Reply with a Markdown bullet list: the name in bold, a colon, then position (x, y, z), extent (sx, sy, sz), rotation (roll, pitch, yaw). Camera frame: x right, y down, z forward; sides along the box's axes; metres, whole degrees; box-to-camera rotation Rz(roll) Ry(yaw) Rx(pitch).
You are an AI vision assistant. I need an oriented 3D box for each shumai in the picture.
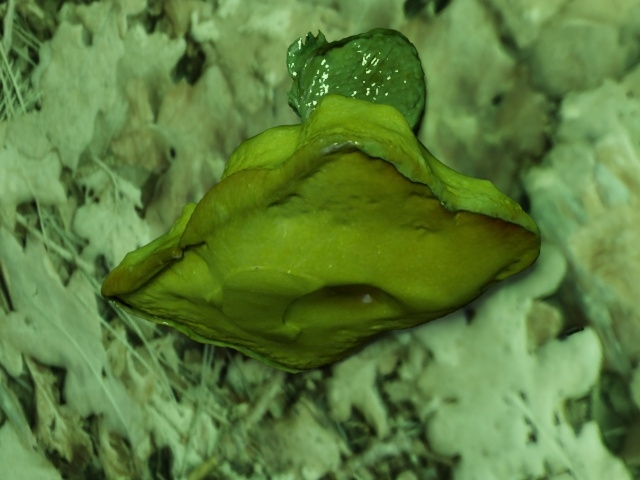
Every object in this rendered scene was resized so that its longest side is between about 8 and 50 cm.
- **shumai**: position (0.014, -0.083, 0.702), extent (0.080, 0.082, 0.083), rotation (169, 124, -78)

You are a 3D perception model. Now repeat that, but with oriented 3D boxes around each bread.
- **bread**: position (0.000, 0.000, 0.667), extent (0.233, 0.161, 0.088), rotation (-24, 56, 46)
